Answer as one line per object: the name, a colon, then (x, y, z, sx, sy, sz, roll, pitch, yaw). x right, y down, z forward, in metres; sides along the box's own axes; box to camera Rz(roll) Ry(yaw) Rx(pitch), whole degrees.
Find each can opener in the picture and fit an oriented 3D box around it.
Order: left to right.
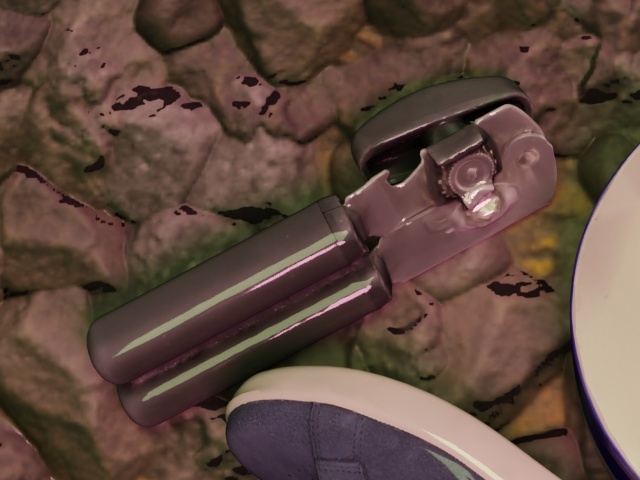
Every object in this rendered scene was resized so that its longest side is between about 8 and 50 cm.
can opener: (0.000, 0.000, 1.101, 0.283, 0.076, 0.095, -28, 38, 2)

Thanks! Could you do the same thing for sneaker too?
sneaker: (0.079, 0.193, 0.969, 0.350, 0.131, 0.148, 28, 64, 18)

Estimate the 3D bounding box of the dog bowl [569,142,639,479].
dog bowl: (0.261, 0.046, 1.005, 0.265, 0.104, 0.265, -3, 72, 10)
